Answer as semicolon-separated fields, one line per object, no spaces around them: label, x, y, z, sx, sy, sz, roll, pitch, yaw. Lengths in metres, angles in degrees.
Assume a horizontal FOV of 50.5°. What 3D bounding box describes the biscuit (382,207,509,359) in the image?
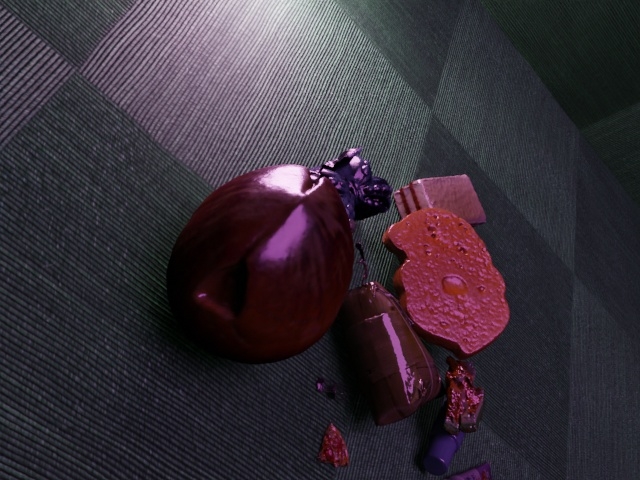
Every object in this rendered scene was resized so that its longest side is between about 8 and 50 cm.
biscuit;0.367;0.117;1.944;0.350;0.078;0.455;-3;65;-18

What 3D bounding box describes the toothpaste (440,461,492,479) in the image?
toothpaste;0.422;0.687;1.893;0.299;0.073;0.114;16;60;-50

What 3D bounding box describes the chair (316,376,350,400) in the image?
chair;0.031;0.365;1.662;0.086;0.042;0.037;13;53;-1

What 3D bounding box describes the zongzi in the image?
zongzi;0.185;0.243;1.808;0.418;0.181;0.447;12;56;-61

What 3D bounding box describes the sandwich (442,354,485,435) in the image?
sandwich;0.386;0.419;1.831;0.185;0.109;0.160;-54;143;-62

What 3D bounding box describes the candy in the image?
candy;0.393;-0.108;2.204;0.321;0.135;0.179;-8;76;-49

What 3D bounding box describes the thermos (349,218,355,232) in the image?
thermos;-0.001;-0.003;1.657;0.124;0.232;0.099;-38;99;-50

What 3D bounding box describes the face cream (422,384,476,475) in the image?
face cream;0.377;0.506;1.921;0.135;0.086;0.385;59;36;-11

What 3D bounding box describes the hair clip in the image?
hair clip;0.055;-0.128;1.832;0.310;0.194;0.206;-30;104;-54

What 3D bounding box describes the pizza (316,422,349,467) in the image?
pizza;0.042;0.500;1.606;0.099;0.029;0.100;48;43;-20

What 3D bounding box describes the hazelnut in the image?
hazelnut;-0.108;0.056;1.418;0.402;0.402;0.429;54;41;-12
